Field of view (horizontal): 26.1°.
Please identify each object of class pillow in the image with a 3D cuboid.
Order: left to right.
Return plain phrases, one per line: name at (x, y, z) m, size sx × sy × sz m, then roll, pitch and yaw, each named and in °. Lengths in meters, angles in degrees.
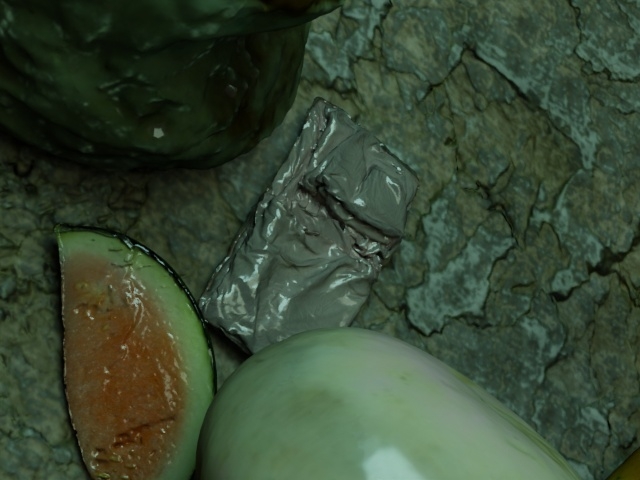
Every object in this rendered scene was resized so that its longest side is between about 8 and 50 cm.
pillow at (0.000, 0.000, 1.177) m, size 0.135 × 0.049 × 0.248 m, roll 41°, pitch 61°, yaw -21°

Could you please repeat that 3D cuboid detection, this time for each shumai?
shumai at (-0.124, -0.245, 1.006) m, size 0.397 × 0.323 × 0.324 m, roll 38°, pitch 61°, yaw -19°

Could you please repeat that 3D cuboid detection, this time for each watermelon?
watermelon at (-0.139, 0.098, 1.058) m, size 0.119 × 0.063 × 0.245 m, roll -12°, pitch 87°, yaw -16°

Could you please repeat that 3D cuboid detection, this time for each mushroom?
mushroom at (0.065, 0.240, 0.990) m, size 0.325 × 0.353 × 0.353 m, roll 3°, pitch 74°, yaw -17°

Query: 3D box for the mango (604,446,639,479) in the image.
mango at (0.306, 0.232, 1.293) m, size 0.127 × 0.063 × 0.077 m, roll -24°, pitch 94°, yaw -30°
